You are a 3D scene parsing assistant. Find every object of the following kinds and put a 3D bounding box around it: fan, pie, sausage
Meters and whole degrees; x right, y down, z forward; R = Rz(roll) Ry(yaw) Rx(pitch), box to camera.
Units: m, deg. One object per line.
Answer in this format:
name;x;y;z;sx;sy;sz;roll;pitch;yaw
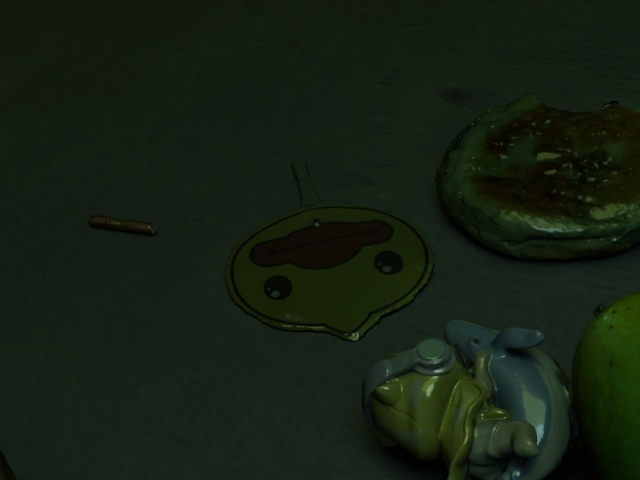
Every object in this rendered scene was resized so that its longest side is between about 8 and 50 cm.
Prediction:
fan;0.000;-0.001;1.070;0.230;0.011;0.335;-12;38;-5
pie;0.276;-0.081;1.079;0.303;0.066;0.302;-6;38;4
sausage;-0.240;-0.019;1.134;0.100;0.015;0.015;8;41;20

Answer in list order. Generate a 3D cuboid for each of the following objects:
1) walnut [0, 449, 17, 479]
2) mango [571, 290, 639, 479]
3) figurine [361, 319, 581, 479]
walnut;-0.363;0.215;0.667;0.277;0.252;0.313;-34;35;-30
mango;0.321;0.180;0.624;0.201;0.225;0.382;-49;46;13
figurine;0.127;0.147;0.771;0.184;0.128;0.208;-7;42;5
